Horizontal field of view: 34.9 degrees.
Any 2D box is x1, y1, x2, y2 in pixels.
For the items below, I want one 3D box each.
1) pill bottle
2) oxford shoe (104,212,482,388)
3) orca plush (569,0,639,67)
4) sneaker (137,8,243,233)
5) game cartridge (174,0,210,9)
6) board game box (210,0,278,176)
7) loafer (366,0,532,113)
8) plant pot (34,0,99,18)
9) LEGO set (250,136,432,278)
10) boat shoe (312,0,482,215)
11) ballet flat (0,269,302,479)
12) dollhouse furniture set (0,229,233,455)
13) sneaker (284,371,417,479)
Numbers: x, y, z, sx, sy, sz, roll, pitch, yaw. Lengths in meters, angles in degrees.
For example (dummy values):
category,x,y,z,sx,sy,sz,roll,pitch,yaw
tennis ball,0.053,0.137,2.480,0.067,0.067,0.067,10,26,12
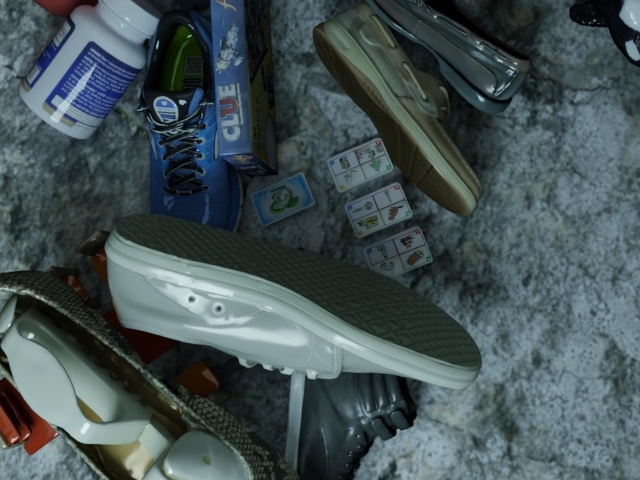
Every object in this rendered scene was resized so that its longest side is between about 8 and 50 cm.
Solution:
category,x,y,z,sx,sy,sz,roll,pitch,yaw
pill bottle,-0.286,-0.233,1.293,0.112,0.112,0.187,43,103,10
oxford shoe,-0.037,0.091,1.175,0.449,0.169,0.130,16,111,1
orca plush,0.329,-0.310,1.233,0.102,0.151,0.287,-38,83,35
sneaker,-0.176,-0.130,1.261,0.129,0.147,0.330,-4,83,14
game cartridge,-0.080,-0.403,1.251,0.294,0.196,0.060,-32,82,4
board game box,-0.093,-0.212,1.251,0.042,0.165,0.244,-4,84,8
loafer,0.151,-0.275,1.243,0.267,0.096,0.084,47,132,10
plant pot,-0.319,-0.440,1.266,0.274,0.243,0.275,-1,85,8
LEGO set,0.000,0.000,1.291,0.244,0.060,0.183,-24,70,4
boat shoe,0.112,-0.167,1.249,0.098,0.109,0.302,-34,76,-12
ballet flat,-0.212,0.208,1.110,0.482,0.182,0.164,40,91,7
dollhouse furniture set,-0.281,0.153,1.260,0.259,0.135,0.262,-37,81,4
sneaker,0.039,0.249,1.218,0.146,0.104,0.296,1,81,14
